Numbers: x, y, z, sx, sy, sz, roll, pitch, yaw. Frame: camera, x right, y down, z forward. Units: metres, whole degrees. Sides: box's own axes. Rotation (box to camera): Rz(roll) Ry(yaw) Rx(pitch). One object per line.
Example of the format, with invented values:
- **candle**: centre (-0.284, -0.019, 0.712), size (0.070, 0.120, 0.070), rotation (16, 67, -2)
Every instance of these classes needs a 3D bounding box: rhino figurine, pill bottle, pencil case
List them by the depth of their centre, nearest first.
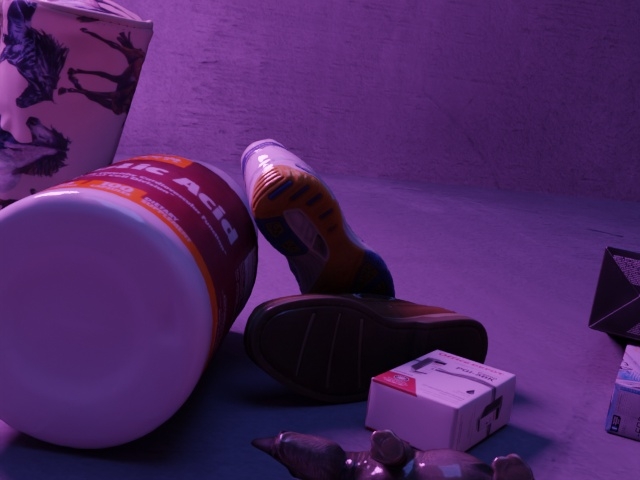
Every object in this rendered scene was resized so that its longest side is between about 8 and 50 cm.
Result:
- **rhino figurine**: centre (0.059, 0.186, 0.655), size (0.243, 0.073, 0.106), rotation (10, -20, 15)
- **pill bottle**: centre (-0.184, 0.030, 0.884), size (0.224, 0.224, 0.392), rotation (8, 13, 3)
- **pencil case**: centre (-0.350, -0.110, 1.068), size (0.183, 0.410, 0.160), rotation (19, 17, -8)

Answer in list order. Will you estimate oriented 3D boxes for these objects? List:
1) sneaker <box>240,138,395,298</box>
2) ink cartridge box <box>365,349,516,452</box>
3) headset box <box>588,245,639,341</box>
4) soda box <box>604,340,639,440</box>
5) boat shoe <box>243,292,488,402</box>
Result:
- **sneaker**: centre (0.000, 0.000, 1.025), size (0.111, 0.296, 0.131), rotation (-27, 39, -1)
- **ink cartridge box**: centre (0.123, 0.161, 0.869), size (0.099, 0.056, 0.135), rotation (15, 15, 33)
- **headset box**: centre (0.490, 0.095, 1.152), size (0.218, 0.110, 0.293), rotation (13, -2, 23)
- **soda box**: centre (0.368, 0.169, 0.981), size (0.063, 0.058, 0.183), rotation (13, 13, 22)
- **boat shoe**: centre (0.039, 0.113, 0.958), size (0.307, 0.111, 0.104), rotation (11, 4, -33)
